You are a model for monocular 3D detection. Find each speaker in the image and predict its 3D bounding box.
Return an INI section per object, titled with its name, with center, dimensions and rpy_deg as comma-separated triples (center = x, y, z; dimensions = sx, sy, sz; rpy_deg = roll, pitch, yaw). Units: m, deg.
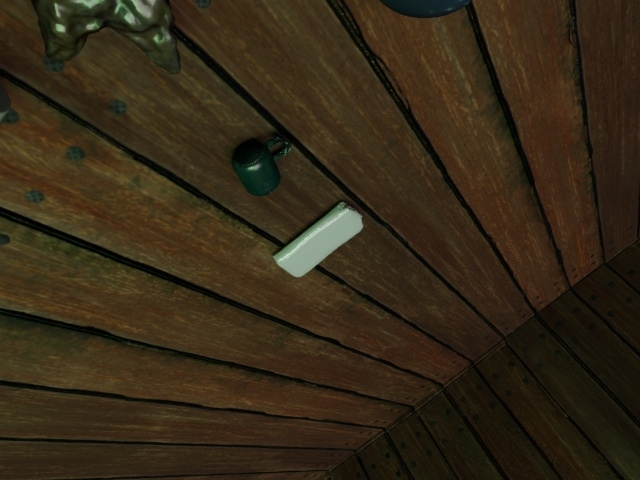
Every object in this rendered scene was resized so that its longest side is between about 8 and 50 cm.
[speaker]
center = -0.089, -0.122, 0.711
dimensions = 0.094, 0.060, 0.075
rpy_deg = -60, 151, -25

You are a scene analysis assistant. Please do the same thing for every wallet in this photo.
[wallet]
center = 0.000, 0.000, 0.918
dimensions = 0.190, 0.033, 0.095
rpy_deg = -37, 144, 6

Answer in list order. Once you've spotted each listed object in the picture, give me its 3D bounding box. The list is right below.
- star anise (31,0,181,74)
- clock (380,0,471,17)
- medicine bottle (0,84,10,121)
[star anise]
center = -0.193, -0.287, 0.398
dimensions = 0.316, 0.108, 0.315
rpy_deg = -13, 136, -13
[clock]
center = 0.127, -0.376, 0.509
dimensions = 0.200, 0.146, 0.243
rpy_deg = -18, 133, -26
[medicine bottle]
center = -0.426, -0.072, 0.448
dimensions = 0.250, 0.131, 0.131
rpy_deg = -42, 142, 12
